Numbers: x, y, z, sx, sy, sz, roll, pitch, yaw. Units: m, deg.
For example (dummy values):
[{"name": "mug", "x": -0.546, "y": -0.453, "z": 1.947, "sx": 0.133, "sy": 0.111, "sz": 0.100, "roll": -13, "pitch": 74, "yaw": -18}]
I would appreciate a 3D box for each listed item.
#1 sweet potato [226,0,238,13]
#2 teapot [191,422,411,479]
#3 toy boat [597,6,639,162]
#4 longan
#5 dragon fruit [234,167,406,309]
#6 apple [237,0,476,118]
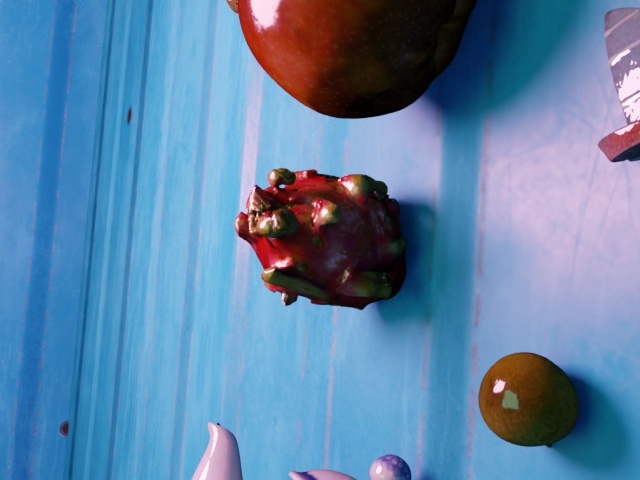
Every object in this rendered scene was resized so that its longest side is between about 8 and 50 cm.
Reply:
[{"name": "sweet potato", "x": -0.051, "y": -0.389, "z": 0.893, "sx": 0.286, "sy": 0.085, "sz": 0.112, "roll": -19, "pitch": 64, "yaw": 56}, {"name": "teapot", "x": -0.004, "y": 0.316, "z": 0.569, "sx": 0.424, "sy": 0.252, "sz": 0.280, "roll": 27, "pitch": 71, "yaw": 38}, {"name": "toy boat", "x": 0.226, "y": -0.124, "z": 0.432, "sx": 0.096, "sy": 0.034, "sz": 0.122, "roll": -27, "pitch": 60, "yaw": 48}, {"name": "longan", "x": 0.159, "y": 0.126, "z": 0.477, "sx": 0.083, "sy": 0.075, "sz": 0.075, "roll": 56, "pitch": 151, "yaw": -13}, {"name": "dragon fruit", "x": 0.000, "y": 0.000, "z": 0.652, "sx": 0.166, "sy": 0.172, "sz": 0.160, "roll": 40, "pitch": 119, "yaw": 53}, {"name": "apple", "x": 0.039, "y": -0.228, "z": 0.602, "sx": 0.230, "sy": 0.230, "sz": 0.229, "roll": -16, "pitch": 71, "yaw": 57}]
